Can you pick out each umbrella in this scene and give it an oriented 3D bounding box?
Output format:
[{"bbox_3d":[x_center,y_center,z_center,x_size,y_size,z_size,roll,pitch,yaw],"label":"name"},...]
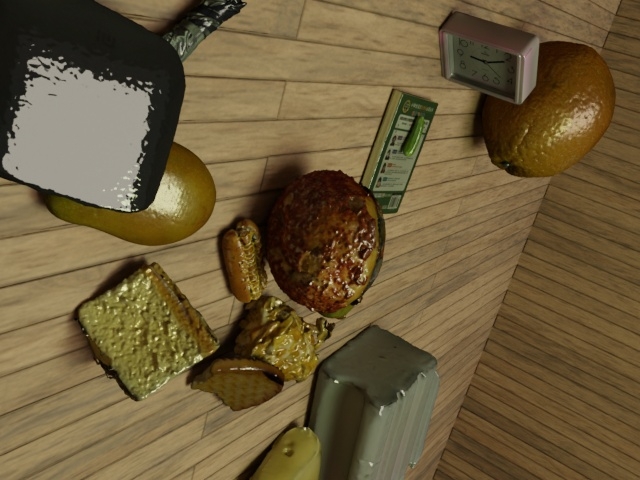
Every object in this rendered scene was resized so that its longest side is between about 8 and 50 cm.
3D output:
[{"bbox_3d":[-0.165,-0.241,0.806,0.188,0.046,0.050,-48,146,-18],"label":"umbrella"}]

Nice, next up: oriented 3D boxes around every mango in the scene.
[{"bbox_3d":[-0.218,-0.060,0.819,0.227,0.099,0.136,2,112,-51],"label":"mango"}]

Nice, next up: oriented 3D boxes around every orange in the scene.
[{"bbox_3d":[0.579,-0.331,1.758,0.357,0.322,0.322,-51,152,-3],"label":"orange"}]

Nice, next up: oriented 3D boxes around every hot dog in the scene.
[{"bbox_3d":[-0.123,0.039,1.119,0.071,0.045,0.165,-46,147,-34],"label":"hot dog"}]

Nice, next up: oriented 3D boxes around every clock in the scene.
[{"bbox_3d":[0.350,-0.379,1.423,0.063,0.197,0.150,-51,151,-20],"label":"clock"}]

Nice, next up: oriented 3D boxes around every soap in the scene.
[{"bbox_3d":[0.130,0.465,1.758,0.350,0.213,0.435,-29,137,-45],"label":"soap"}]

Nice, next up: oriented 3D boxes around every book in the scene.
[{"bbox_3d":[0.162,-0.180,1.451,0.202,0.027,0.264,-6,119,-58],"label":"book"}]

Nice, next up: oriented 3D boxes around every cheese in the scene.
[{"bbox_3d":[-0.091,0.612,1.591,0.259,0.128,0.316,-34,143,-47],"label":"cheese"}]

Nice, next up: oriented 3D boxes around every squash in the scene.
[{"bbox_3d":[0.197,-0.217,1.420,0.027,0.027,0.089,15,100,-63],"label":"squash"}]

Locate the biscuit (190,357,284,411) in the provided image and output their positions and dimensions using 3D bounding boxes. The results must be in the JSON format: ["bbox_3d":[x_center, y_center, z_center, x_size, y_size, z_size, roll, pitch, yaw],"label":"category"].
[{"bbox_3d":[-0.150,0.258,1.213,0.176,0.031,0.228,4,148,-22],"label":"biscuit"}]

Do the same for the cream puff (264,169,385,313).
[{"bbox_3d":[0.000,0.001,1.112,0.164,0.240,0.240,13,102,-44],"label":"cream puff"}]

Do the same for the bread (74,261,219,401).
[{"bbox_3d":[-0.227,0.122,0.907,0.147,0.152,0.127,-38,143,-26],"label":"bread"}]

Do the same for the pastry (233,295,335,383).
[{"bbox_3d":[-0.065,0.188,1.289,0.154,0.102,0.250,-57,151,-6],"label":"pastry"}]

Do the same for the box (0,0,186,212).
[{"bbox_3d":[-0.241,-0.139,0.691,0.212,0.042,0.201,15,91,-41],"label":"box"}]

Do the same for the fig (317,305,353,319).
[{"bbox_3d":[0.027,0.065,1.298,0.144,0.154,0.166,10,94,-22],"label":"fig"}]
